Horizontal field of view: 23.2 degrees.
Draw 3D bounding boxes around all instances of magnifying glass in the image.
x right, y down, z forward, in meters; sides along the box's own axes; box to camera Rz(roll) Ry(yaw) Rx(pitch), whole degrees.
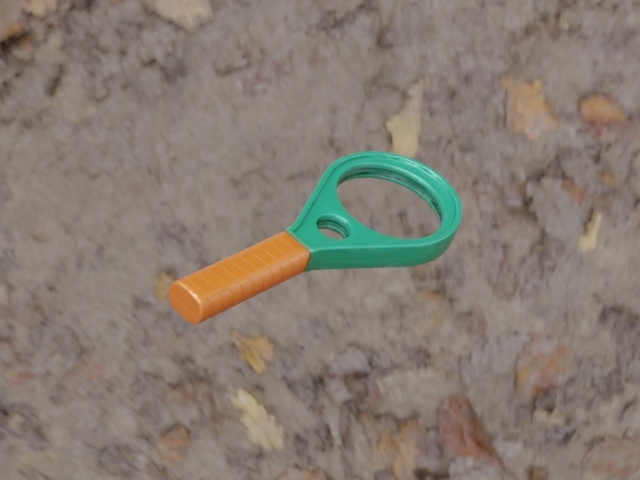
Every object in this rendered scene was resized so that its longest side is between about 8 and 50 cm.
[{"bbox_3d":[0.000,0.000,0.963,0.092,0.026,0.231,41,42,24],"label":"magnifying glass"}]
